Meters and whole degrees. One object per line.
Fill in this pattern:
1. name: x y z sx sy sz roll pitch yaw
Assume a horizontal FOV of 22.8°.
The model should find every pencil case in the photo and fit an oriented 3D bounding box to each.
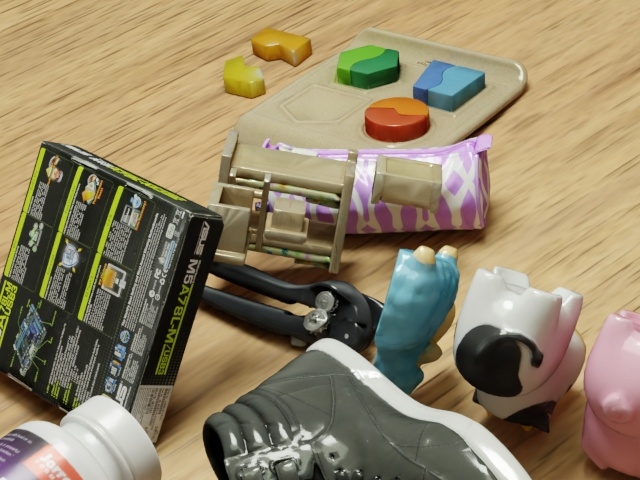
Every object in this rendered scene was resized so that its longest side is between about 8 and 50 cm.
1. pencil case: 0.049 -0.051 1.390 0.206 0.088 0.086 -1 29 9

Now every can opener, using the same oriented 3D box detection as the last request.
1. can opener: -0.031 0.054 1.297 0.186 0.073 0.059 11 78 30

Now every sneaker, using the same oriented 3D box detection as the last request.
1. sneaker: 0.029 0.174 1.069 0.147 0.104 0.296 -29 34 -24

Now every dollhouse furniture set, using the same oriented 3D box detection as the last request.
1. dollhouse furniture set: 0.000 0.000 1.277 0.182 0.101 0.161 9 26 0

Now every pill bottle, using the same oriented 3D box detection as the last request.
1. pill bottle: -0.204 0.191 1.079 0.108 0.108 0.193 24 46 37

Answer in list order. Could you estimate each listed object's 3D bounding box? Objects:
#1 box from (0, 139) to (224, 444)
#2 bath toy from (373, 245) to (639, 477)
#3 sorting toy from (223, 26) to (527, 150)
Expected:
1. box: -0.174 0.039 1.231 0.184 0.190 0.045 24 11 40
2. bath toy: 0.202 0.111 1.101 0.348 0.129 0.151 19 6 27
3. sorting toy: 0.021 -0.152 1.577 0.307 0.041 0.229 18 43 32
